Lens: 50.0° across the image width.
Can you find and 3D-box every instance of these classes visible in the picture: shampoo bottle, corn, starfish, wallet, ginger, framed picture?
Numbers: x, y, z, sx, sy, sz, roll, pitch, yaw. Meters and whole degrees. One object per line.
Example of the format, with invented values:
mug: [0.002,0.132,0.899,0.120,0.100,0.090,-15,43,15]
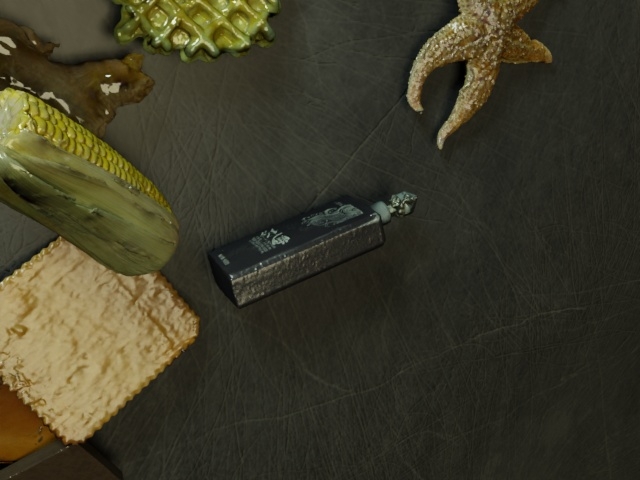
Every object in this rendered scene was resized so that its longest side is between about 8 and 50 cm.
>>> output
shampoo bottle: [0.000,0.000,0.986,0.310,0.098,0.071,-22,116,-20]
corn: [-0.262,-0.048,0.741,0.122,0.123,0.305,-29,151,9]
starfish: [0.256,-0.300,1.025,0.303,0.060,0.299,-19,117,-22]
wallet: [-0.380,0.204,0.897,0.161,0.042,0.195,16,103,-30]
ginger: [-0.345,-0.174,0.730,0.333,0.080,0.166,8,94,-31]
framed picture: [-0.375,0.336,0.934,0.169,0.023,0.128,-28,133,-3]

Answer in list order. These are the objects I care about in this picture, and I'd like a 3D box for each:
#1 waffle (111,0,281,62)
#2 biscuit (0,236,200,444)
waffle: [-0.140,-0.310,0.796,0.224,0.054,0.203,-9,104,-26]
biscuit: [-0.297,0.112,0.878,0.237,0.013,0.232,-43,114,-20]
